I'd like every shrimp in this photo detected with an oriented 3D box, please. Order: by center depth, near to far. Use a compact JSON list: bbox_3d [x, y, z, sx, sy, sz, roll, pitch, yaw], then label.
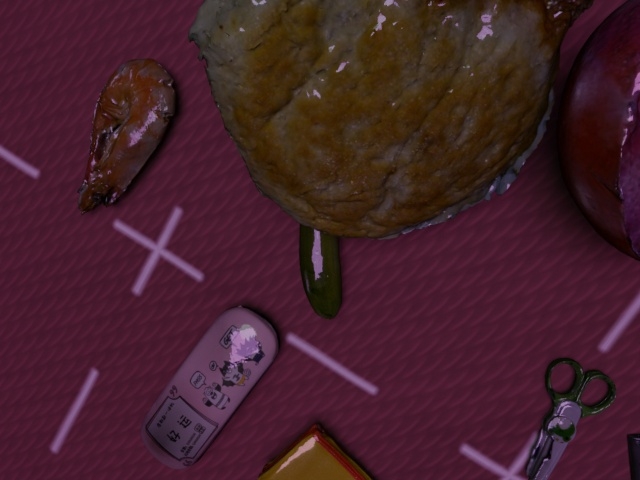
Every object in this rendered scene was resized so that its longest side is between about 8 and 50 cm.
[{"bbox_3d":[-0.347,-0.172,0.778,0.154,0.062,0.294,33,96,18],"label":"shrimp"}]

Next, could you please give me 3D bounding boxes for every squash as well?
[{"bbox_3d":[0.000,0.000,0.729,0.069,0.069,0.258,-1,94,9],"label":"squash"}]

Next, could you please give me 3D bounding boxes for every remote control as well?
[{"bbox_3d":[0.494,0.344,0.702,0.034,0.016,0.091,-7,92,14],"label":"remote control"}]

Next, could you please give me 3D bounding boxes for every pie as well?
[{"bbox_3d":[0.073,-0.166,0.557,0.417,0.395,0.181,-10,50,-9],"label":"pie"}]

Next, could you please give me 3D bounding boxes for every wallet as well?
[{"bbox_3d":[0.027,0.429,0.763,0.141,0.067,0.241,-43,91,5],"label":"wallet"}]

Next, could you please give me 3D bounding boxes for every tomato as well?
[{"bbox_3d":[0.391,-0.139,0.568,0.290,0.176,0.335,-47,120,-9],"label":"tomato"}]

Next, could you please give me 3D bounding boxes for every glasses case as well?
[{"bbox_3d":[-0.187,0.250,0.772,0.122,0.075,0.314,38,99,7],"label":"glasses case"}]

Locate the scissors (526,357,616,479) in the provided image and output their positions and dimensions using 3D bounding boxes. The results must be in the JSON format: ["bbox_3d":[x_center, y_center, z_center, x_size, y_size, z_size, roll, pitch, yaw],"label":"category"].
[{"bbox_3d":[0.374,0.288,0.711,0.101,0.027,0.205,23,95,10],"label":"scissors"}]
